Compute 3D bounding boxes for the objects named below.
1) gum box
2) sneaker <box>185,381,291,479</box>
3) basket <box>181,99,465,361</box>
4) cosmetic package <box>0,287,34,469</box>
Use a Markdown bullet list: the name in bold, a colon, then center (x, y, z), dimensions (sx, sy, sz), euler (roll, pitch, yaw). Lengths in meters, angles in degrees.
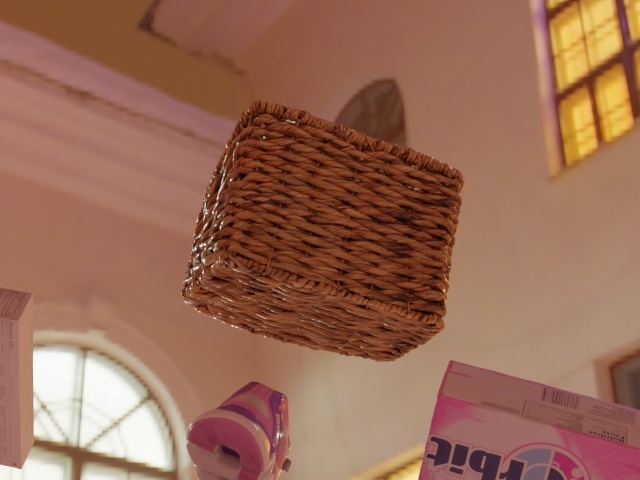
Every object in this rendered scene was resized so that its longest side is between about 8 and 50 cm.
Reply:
- **gum box**: center (0.173, 0.172, 1.030), dimensions (0.188, 0.062, 0.107), euler (14, -65, 9)
- **sneaker**: center (-0.072, 0.225, 1.274), dimensions (0.095, 0.104, 0.236), euler (20, -52, 12)
- **basket**: center (0.000, 0.000, 1.668), dimensions (0.299, 0.223, 0.213), euler (16, -25, -16)
- **cosmetic package**: center (-0.397, 0.163, 1.634), dimensions (0.099, 0.060, 0.239), euler (12, -55, 4)
